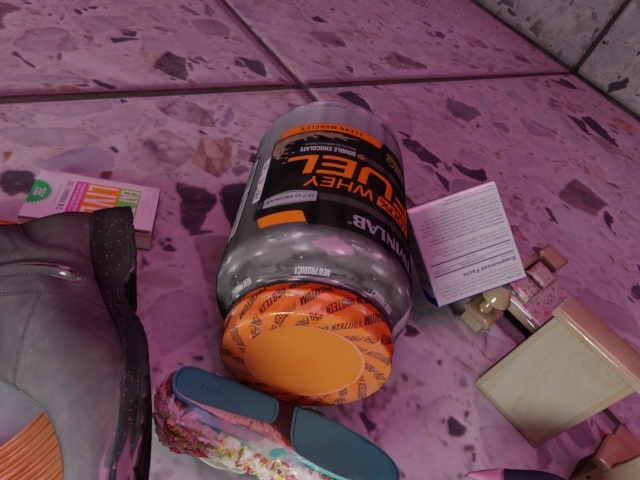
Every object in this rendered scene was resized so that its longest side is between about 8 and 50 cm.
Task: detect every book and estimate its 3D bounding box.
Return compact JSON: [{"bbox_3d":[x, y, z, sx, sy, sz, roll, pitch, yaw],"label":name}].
[{"bbox_3d":[-0.282,-0.042,0.591,0.144,0.035,0.096,8,42,-17],"label":"book"}]

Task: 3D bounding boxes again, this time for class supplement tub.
[{"bbox_3d":[0.000,0.000,0.555,0.207,0.207,0.338,17,44,-10],"label":"supplement tub"}]

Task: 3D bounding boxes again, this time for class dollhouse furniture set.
[{"bbox_3d":[0.399,0.127,0.652,0.356,0.173,0.303,-23,62,-39],"label":"dollhouse furniture set"}]

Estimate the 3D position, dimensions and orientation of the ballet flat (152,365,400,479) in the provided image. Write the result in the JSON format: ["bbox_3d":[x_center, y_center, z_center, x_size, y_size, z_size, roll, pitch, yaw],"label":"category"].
[{"bbox_3d":[-0.046,0.193,0.442,0.241,0.077,0.091,25,20,0],"label":"ballet flat"}]

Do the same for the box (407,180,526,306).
[{"bbox_3d":[0.188,0.005,0.641,0.126,0.072,0.137,-18,90,-3],"label":"box"}]

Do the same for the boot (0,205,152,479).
[{"bbox_3d":[-0.259,0.096,0.376,0.223,0.118,0.338,-3,39,-25],"label":"boot"}]

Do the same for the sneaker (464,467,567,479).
[{"bbox_3d":[0.152,0.351,0.384,0.131,0.112,0.319,0,44,36],"label":"sneaker"}]

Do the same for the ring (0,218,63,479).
[{"bbox_3d":[-0.344,0.107,0.414,0.337,0.032,0.336,14,44,-14],"label":"ring"}]
